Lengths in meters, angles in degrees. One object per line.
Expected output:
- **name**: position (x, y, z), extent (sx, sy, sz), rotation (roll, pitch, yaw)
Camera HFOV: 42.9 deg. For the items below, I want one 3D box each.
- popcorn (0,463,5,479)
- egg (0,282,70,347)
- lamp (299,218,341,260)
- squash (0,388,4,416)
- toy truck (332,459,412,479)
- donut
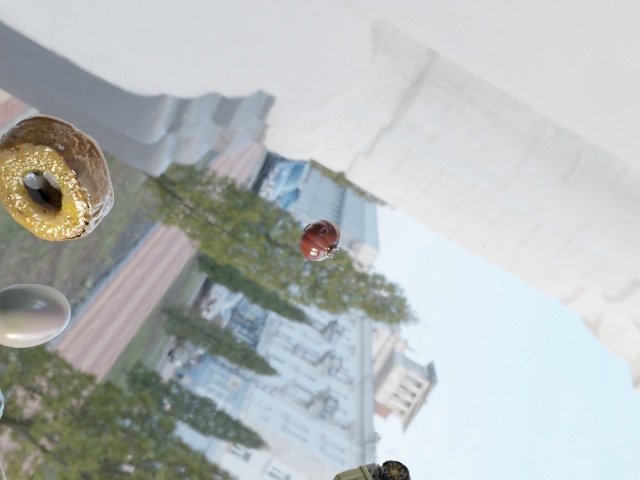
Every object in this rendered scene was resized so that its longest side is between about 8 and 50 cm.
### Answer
- **popcorn**: position (-0.513, 0.395, 0.935), extent (0.293, 0.292, 0.334), rotation (-39, 133, -66)
- **egg**: position (-0.469, 0.118, 1.298), extent (0.103, 0.135, 0.103), rotation (172, -90, -74)
- **lamp**: position (0.000, 0.000, 1.821), extent (0.101, 0.090, 0.101), rotation (-34, 151, -22)
- **squash**: position (-0.708, 0.299, 1.572), extent (0.193, 0.193, 0.156), rotation (-59, 178, 26)
- **toy truck**: position (0.136, 0.671, 1.766), extent (0.405, 0.254, 0.180), rotation (-123, -147, -50)
- **donut**: position (-0.665, -0.152, 2.024), extent (0.299, 0.317, 0.150), rotation (-42, -160, 28)
